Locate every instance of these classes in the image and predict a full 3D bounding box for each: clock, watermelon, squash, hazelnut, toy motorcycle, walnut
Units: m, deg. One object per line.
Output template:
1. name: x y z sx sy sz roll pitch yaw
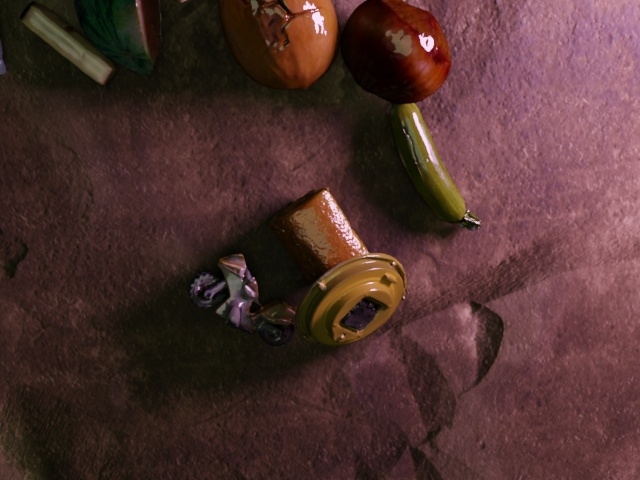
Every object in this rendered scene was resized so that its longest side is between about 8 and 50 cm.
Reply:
1. clock: 0.066 0.125 1.821 0.237 0.057 0.237 -20 139 -18
2. watermelon: -0.368 -0.406 1.703 0.146 0.128 0.231 0 97 9
3. squash: 0.197 -0.141 1.821 0.080 0.071 0.319 -30 103 2
4. hazelnut: 0.136 -0.331 1.721 0.204 0.178 0.178 32 100 -34
5. toy motorcycle: -0.132 0.109 1.851 0.229 0.094 0.130 31 96 -20
6. walnut: -0.084 -0.399 1.679 0.203 0.203 0.298 -31 110 4

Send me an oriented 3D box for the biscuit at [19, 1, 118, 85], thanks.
1. biscuit: -0.448 -0.350 1.738 0.188 0.056 0.052 38 98 -12

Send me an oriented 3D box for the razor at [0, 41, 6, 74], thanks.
1. razor: -0.583 -0.408 1.712 0.068 0.106 0.232 -5 115 -2

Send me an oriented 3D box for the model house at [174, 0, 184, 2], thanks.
1. model house: -0.232 -0.511 1.552 0.234 0.175 0.193 43 80 7

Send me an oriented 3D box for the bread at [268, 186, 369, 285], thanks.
1. bread: 0.000 0.000 1.825 0.132 0.103 0.172 -35 103 -2
